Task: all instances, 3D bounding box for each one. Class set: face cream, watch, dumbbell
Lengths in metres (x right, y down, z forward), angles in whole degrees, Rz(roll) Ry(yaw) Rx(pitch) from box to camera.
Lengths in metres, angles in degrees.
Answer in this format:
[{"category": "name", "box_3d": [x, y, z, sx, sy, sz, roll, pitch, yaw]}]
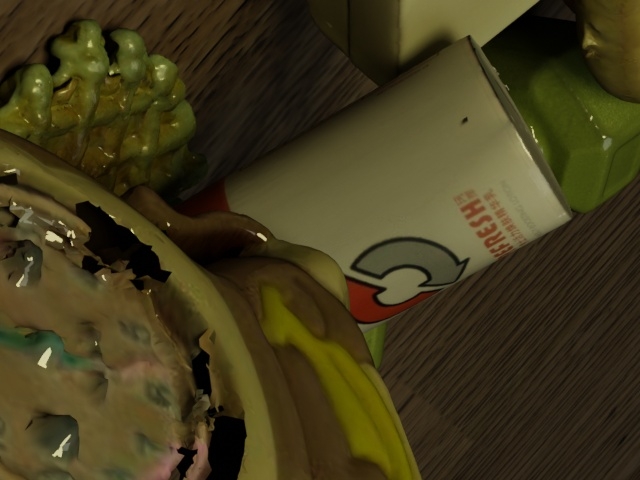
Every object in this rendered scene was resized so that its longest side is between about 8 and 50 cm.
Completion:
[{"category": "face cream", "box_3d": [0.000, 0.000, 0.894, 0.214, 0.096, 0.096, -30, 157, 10]}, {"category": "watch", "box_3d": [-0.170, 0.138, 0.745, 0.335, 0.314, 0.327, 16, 130, -41]}, {"category": "dumbbell", "box_3d": [0.065, -0.023, 1.125, 0.302, 0.108, 0.121, -34, 151, -30]}]

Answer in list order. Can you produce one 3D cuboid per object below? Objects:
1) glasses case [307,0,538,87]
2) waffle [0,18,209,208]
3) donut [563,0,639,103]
[{"category": "glasses case", "box_3d": [0.057, -0.192, 0.822, 0.131, 0.070, 0.313, -39, 157, -17]}, {"category": "waffle", "box_3d": [-0.123, -0.017, 0.911, 0.169, 0.036, 0.183, -49, 156, -5]}, {"category": "donut", "box_3d": [0.274, -0.261, 1.032, 0.449, 0.198, 0.449, -38, 152, -25]}]
